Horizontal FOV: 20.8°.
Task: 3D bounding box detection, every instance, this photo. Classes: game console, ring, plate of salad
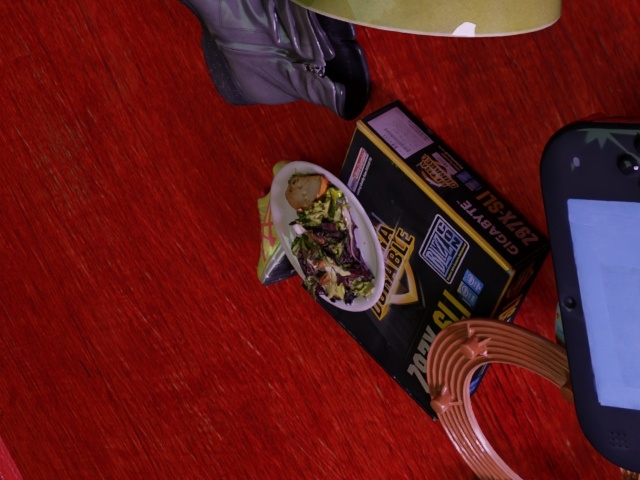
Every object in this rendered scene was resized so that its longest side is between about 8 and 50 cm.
[{"bbox_3d":[0.380,0.066,1.658,0.342,0.060,0.386,8,119,40],"label":"game console"},{"bbox_3d":[0.246,0.230,1.972,0.336,0.032,0.336,34,147,26],"label":"ring"},{"bbox_3d":[0.000,0.000,2.085,0.200,0.048,0.200,32,138,34],"label":"plate of salad"}]

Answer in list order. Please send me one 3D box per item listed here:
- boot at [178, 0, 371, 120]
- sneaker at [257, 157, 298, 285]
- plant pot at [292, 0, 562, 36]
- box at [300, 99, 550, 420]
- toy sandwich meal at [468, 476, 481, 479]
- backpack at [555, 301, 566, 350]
[{"bbox_3d":[-0.070,-0.295,2.021,0.223,0.118,0.338,8,139,47],"label":"boot"},{"bbox_3d":[-0.045,-0.025,2.247,0.094,0.081,0.208,51,141,24],"label":"sneaker"},{"bbox_3d":[0.107,-0.369,1.620,0.275,0.275,0.293,25,119,40],"label":"plant pot"},{"bbox_3d":[0.115,0.030,2.069,0.257,0.079,0.322,44,145,18],"label":"box"},{"bbox_3d":[0.213,0.337,2.237,0.085,0.029,0.085,35,145,29],"label":"toy sandwich meal"},{"bbox_3d":[0.303,0.098,1.867,0.105,0.084,0.114,31,141,39],"label":"backpack"}]
